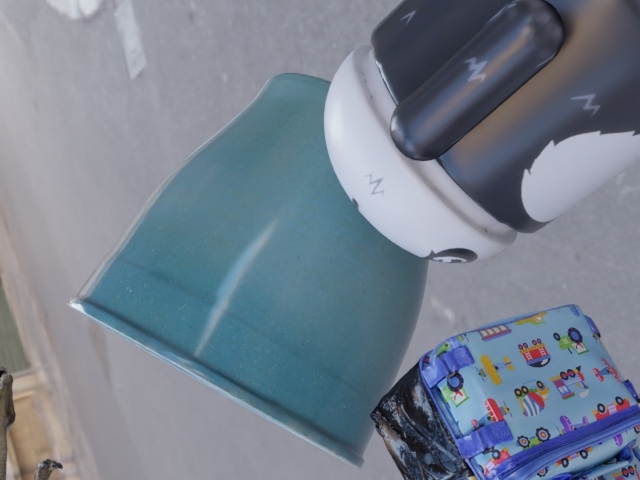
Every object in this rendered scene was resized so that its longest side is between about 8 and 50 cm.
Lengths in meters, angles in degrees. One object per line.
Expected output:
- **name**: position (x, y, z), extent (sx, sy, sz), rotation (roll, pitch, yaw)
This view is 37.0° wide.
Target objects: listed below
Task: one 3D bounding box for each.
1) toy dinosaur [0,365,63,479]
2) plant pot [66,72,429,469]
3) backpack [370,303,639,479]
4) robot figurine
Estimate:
- **toy dinosaur**: position (-0.166, 0.148, 0.418), extent (0.092, 0.183, 0.053), rotation (10, 149, 37)
- **plant pot**: position (-0.028, 0.011, 0.802), extent (0.255, 0.271, 0.271), rotation (-61, 20, -11)
- **backpack**: position (0.135, 0.145, 0.592), extent (0.117, 0.158, 0.173), rotation (-58, 46, 48)
- **robot figurine**: position (0.132, -0.103, 0.598), extent (0.278, 0.209, 0.174), rotation (-38, 42, 25)
